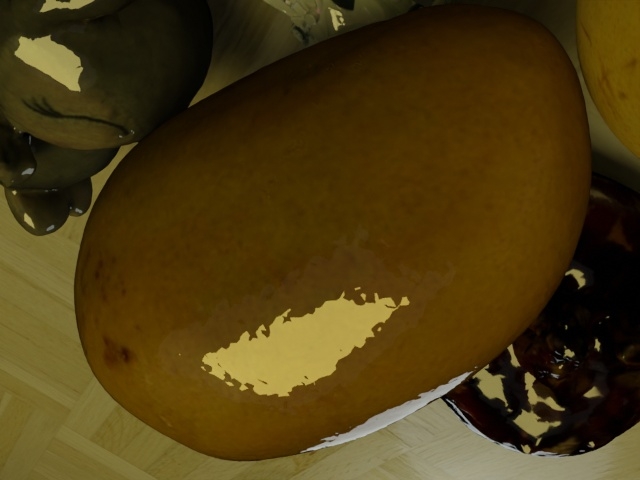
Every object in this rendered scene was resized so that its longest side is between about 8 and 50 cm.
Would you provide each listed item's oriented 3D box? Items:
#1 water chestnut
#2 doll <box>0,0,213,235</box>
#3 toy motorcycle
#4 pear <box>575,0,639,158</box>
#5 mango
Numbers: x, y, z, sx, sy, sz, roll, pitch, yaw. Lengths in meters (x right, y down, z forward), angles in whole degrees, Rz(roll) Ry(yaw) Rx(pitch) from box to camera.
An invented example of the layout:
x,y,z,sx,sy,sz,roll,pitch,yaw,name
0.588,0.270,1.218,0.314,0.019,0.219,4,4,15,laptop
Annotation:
x,y,z,sx,sy,sz,roll,pitch,yaw,name
0.213,0.071,0.668,0.300,0.300,0.300,13,137,13,water chestnut
-0.276,-0.210,0.646,0.379,0.252,0.382,38,130,-14,doll
0.031,-0.207,0.608,0.221,0.102,0.150,40,148,-16,toy motorcycle
0.293,-0.147,0.421,0.281,0.280,0.280,13,137,13,pear
0.000,0.000,0.559,0.446,0.232,0.300,-33,79,21,mango
